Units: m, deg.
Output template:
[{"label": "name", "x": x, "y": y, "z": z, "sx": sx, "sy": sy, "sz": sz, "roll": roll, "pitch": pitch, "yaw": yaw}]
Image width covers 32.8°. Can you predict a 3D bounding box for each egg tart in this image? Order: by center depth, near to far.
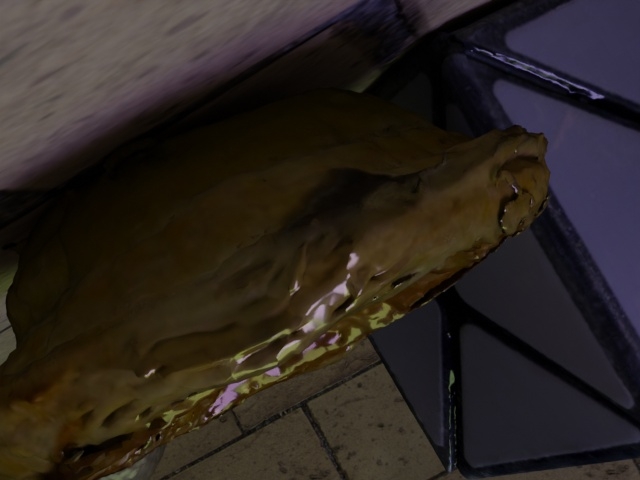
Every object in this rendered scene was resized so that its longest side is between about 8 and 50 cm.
[{"label": "egg tart", "x": -0.034, "y": 0.011, "z": 0.491, "sx": 0.290, "sy": 0.115, "sz": 0.290, "roll": -29, "pitch": 174, "yaw": -3}]

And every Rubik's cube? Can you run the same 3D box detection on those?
[{"label": "Rubik's cube", "x": 0.167, "y": -0.023, "z": 0.702, "sx": 0.260, "sy": 0.255, "sz": 0.259, "roll": -31, "pitch": 177, "yaw": -30}]

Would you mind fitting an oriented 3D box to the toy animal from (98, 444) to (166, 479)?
[{"label": "toy animal", "x": -0.300, "y": 0.238, "z": 1.319, "sx": 0.226, "sy": 0.188, "sz": 0.358, "roll": -18, "pitch": -178, "yaw": -44}]
